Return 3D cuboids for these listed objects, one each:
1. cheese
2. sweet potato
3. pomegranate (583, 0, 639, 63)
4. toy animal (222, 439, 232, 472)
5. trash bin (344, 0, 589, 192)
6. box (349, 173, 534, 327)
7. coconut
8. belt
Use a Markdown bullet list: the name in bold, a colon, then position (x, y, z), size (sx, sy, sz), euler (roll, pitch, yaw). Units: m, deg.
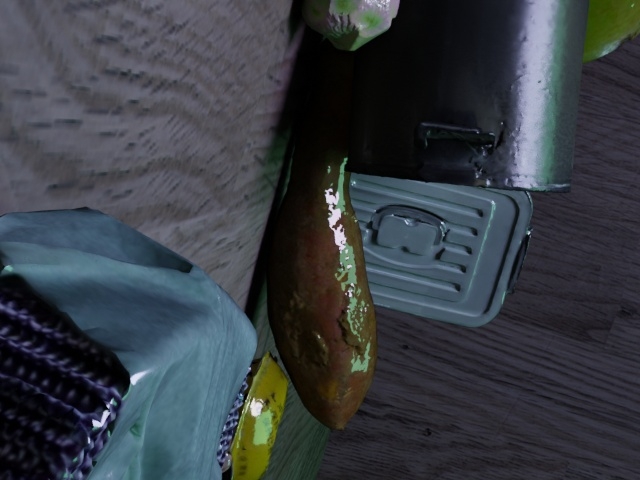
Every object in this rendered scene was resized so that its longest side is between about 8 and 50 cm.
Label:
- **cheese**: position (-0.078, 0.194, 1.387), size (0.250, 0.064, 0.156), euler (-69, 172, -58)
- **sweet potato**: position (0.000, 0.000, 1.410), size (0.109, 0.109, 0.385), euler (-57, 147, -69)
- **pomegranate**: position (0.176, -0.311, 1.512), size (0.358, 0.310, 0.216), euler (-38, 144, -11)
- **toy animal**: position (-0.104, 0.158, 1.042), size (0.083, 0.089, 0.150), euler (55, 41, -27)
- **trash bin**: position (0.132, -0.197, 1.290), size (0.252, 0.203, 0.301), euler (-10, 105, -79)
- **box**: position (0.085, -0.023, 1.530), size (0.135, 0.243, 0.163), euler (-92, -164, -73)
- **coconut**: position (0.023, -0.191, 1.191), size (0.082, 0.083, 0.081), euler (1, 96, -58)
- **belt**: position (-0.120, 0.118, 0.567), size (0.325, 0.122, 0.260), euler (70, 44, -76)
